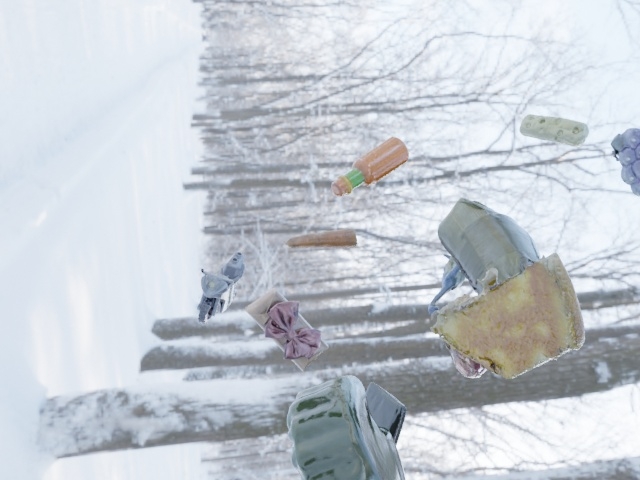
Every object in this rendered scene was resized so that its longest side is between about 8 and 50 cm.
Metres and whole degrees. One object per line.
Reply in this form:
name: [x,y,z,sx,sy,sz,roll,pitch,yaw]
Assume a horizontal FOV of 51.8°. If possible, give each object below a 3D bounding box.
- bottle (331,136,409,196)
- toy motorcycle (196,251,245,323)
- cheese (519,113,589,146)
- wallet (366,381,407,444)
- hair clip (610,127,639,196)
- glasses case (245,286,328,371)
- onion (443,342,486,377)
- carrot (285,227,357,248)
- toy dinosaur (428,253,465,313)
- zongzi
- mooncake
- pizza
bottle: [0.101,-0.150,1.388,0.069,0.187,0.069,41,-30,30]
toy motorcycle: [-0.233,0.096,1.542,0.215,0.080,0.122,-60,169,-52]
cheese: [0.587,-0.281,1.661,0.194,0.043,0.065,30,-76,54]
wallet: [0.152,0.529,1.806,0.168,0.052,0.245,29,-75,55]
hair clip: [0.666,-0.143,1.336,0.124,0.195,0.052,-55,-178,-1]
glasses case: [-0.058,0.190,1.374,0.193,0.102,0.070,50,16,-21]
onion: [0.418,0.265,1.825,0.230,0.163,0.230,-38,136,-49]
carrot: [0.000,0.000,1.930,0.061,0.210,0.061,176,-90,-76]
toy dinosaur: [0.362,0.119,1.934,0.075,0.188,0.247,44,4,-12]
zongzi: [0.506,0.095,1.650,0.174,0.393,0.356,-45,-139,23]
mooncake: [0.062,0.502,1.529,0.351,0.187,0.351,-24,90,-81]
pizza: [0.322,0.144,1.158,0.297,0.071,0.189,-32,-105,41]
